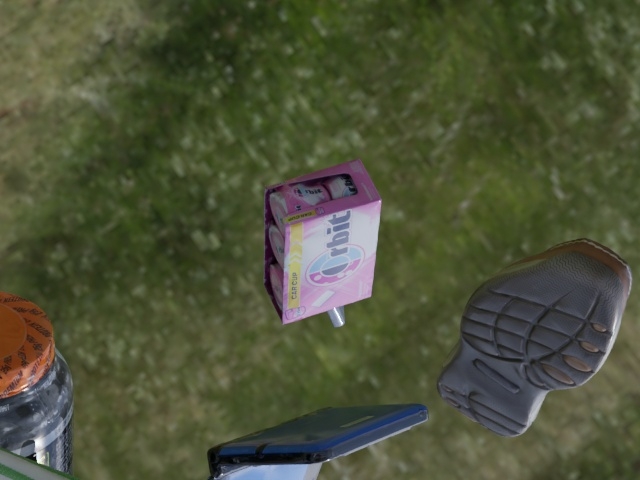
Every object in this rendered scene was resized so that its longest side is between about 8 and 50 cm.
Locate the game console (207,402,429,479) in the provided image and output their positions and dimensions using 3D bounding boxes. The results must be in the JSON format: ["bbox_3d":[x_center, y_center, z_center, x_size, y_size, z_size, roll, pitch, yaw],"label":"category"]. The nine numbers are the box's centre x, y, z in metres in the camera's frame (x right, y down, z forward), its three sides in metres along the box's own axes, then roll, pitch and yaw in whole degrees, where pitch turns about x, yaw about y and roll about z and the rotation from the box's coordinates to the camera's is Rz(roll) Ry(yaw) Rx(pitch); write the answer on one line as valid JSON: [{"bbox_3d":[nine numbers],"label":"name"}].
[{"bbox_3d":[-0.018,0.324,2.093,0.250,0.173,0.293,-6,-177,33],"label":"game console"}]

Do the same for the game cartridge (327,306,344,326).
[{"bbox_3d":[0.013,0.058,1.896,0.017,0.083,0.056,-12,142,5],"label":"game cartridge"}]

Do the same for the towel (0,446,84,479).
[{"bbox_3d":[-0.278,0.366,1.456,0.038,0.248,0.324,8,100,-75],"label":"towel"}]

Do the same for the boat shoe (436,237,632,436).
[{"bbox_3d":[0.190,0.065,1.388,0.116,0.123,0.324,-52,178,-25],"label":"boat shoe"}]

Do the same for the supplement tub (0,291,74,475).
[{"bbox_3d":[-0.379,0.237,1.787,0.207,0.207,0.338,-24,134,-39],"label":"supplement tub"}]

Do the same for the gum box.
[{"bbox_3d":[0.000,0.000,1.701,0.107,0.062,0.188,-17,146,-15],"label":"gum box"}]
